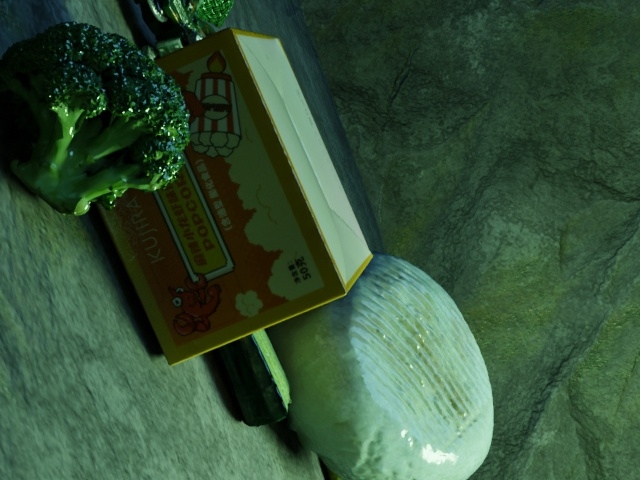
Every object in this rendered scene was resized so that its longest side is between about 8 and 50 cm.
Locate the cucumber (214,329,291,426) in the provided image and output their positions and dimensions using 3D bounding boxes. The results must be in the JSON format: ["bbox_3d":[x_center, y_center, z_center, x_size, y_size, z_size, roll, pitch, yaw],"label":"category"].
[{"bbox_3d":[-0.080,0.152,1.325,0.116,0.062,0.115,-34,103,-88],"label":"cucumber"}]

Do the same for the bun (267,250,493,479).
[{"bbox_3d":[0.071,0.186,1.534,0.362,0.211,0.362,38,35,-33],"label":"bun"}]

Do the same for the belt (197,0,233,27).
[{"bbox_3d":[-0.184,-0.436,1.986,0.079,0.121,0.151,24,23,-12],"label":"belt"}]

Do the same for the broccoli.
[{"bbox_3d":[-0.202,-0.101,0.994,0.195,0.156,0.195,31,-10,6],"label":"broccoli"}]

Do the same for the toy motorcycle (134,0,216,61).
[{"bbox_3d":[-0.182,-0.295,1.610,0.187,0.125,0.275,-77,152,-51],"label":"toy motorcycle"}]

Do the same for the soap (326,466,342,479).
[{"bbox_3d":[0.048,0.349,1.640,0.140,0.045,0.089,53,13,-58],"label":"soap"}]

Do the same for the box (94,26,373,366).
[{"bbox_3d":[-0.103,-0.053,1.209,0.283,0.214,0.259,66,12,-4],"label":"box"}]
